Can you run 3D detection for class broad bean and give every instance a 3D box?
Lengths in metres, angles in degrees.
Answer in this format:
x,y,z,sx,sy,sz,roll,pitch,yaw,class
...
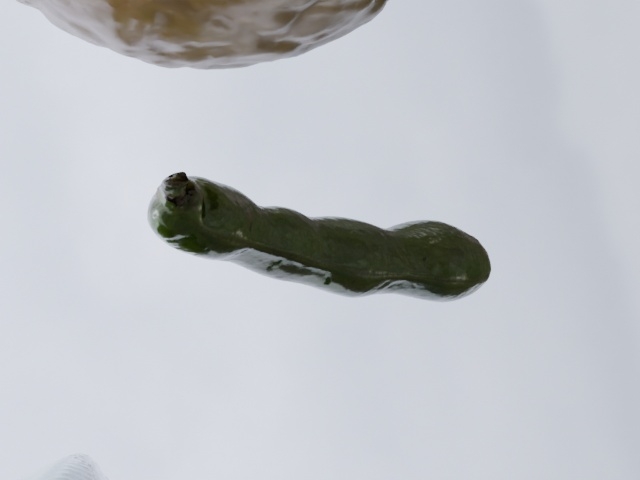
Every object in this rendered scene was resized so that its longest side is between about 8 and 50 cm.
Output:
x,y,z,sx,sy,sz,roll,pitch,yaw,class
0.000,0.001,0.991,0.256,0.053,0.052,13,-135,-47,broad bean

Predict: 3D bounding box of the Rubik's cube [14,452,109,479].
x,y,z,sx,sy,sz,roll,pitch,yaw,class
-0.183,0.331,0.962,0.352,0.347,0.352,60,174,3,Rubik's cube

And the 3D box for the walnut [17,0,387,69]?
x,y,z,sx,sy,sz,roll,pitch,yaw,class
-0.034,-0.232,0.894,0.333,0.332,0.333,-14,-90,-72,walnut
